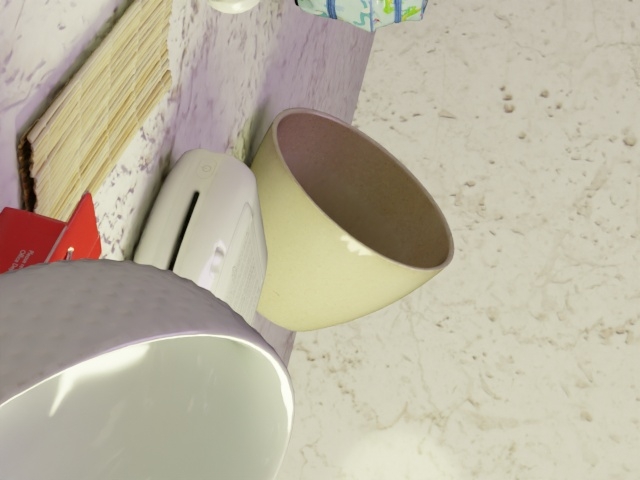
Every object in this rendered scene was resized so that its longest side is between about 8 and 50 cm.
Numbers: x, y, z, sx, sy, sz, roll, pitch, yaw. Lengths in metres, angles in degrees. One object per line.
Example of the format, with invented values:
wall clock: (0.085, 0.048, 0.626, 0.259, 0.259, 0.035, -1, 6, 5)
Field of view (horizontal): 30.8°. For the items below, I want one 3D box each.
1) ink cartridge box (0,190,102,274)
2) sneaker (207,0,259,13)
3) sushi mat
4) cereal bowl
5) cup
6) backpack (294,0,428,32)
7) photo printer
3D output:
ink cartridge box: (-0.216, 0.073, 0.849, 0.231, 0.078, 0.134, 97, 10, -50)
sneaker: (-0.084, -0.335, 1.191, 0.094, 0.080, 0.212, 67, 29, -60)
sushi mat: (-0.183, -0.113, 1.001, 0.316, 0.019, 0.151, -68, 169, -49)
cereal bowl: (-0.185, 0.142, 0.685, 0.339, 0.141, 0.339, -33, 146, -26)
cup: (0.000, 0.000, 1.743, 0.237, 0.331, 0.331, -50, -174, 26)
backpack: (0.075, -0.468, 1.605, 0.355, 0.273, 0.290, -59, 176, -14)
photo printer: (-0.142, 0.056, 1.329, 0.307, 0.107, 0.256, 87, 18, -67)
